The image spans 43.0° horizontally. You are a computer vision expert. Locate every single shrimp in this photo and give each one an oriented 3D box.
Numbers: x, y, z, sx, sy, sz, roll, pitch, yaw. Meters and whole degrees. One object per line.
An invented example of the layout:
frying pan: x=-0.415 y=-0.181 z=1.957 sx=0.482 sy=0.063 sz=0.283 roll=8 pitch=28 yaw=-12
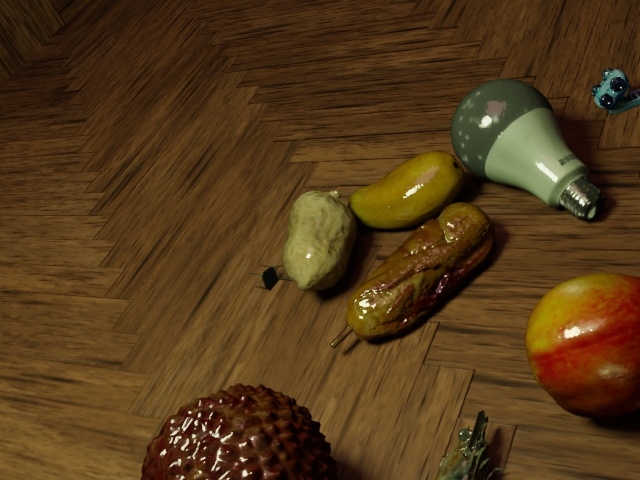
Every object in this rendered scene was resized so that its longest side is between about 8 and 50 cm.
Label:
shrimp: x=0.193 y=0.343 z=0.976 sx=0.169 sy=0.058 sz=0.296 roll=9 pitch=54 yaw=30

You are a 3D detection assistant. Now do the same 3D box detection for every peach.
peach: x=0.362 y=0.127 z=1.018 sx=0.197 sy=0.197 sz=0.197 roll=-17 pitch=38 yaw=14

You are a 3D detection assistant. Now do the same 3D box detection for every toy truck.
toy truck: x=0.547 y=-0.267 z=1.479 sx=0.056 sy=0.090 sz=0.073 roll=-101 pitch=33 yaw=-52

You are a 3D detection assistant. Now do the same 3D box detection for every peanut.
peanut: x=0.000 y=0.000 z=1.438 sx=0.129 sy=0.129 sz=0.224 roll=-11 pitch=46 yaw=20

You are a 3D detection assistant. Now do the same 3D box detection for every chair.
chair: x=-0.088 y=0.066 z=1.486 sx=0.086 sy=0.037 sz=0.042 roll=0 pitch=32 yaw=37

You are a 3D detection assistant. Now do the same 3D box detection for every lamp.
lamp: x=0.370 y=-0.160 z=1.397 sx=0.314 sy=0.182 sz=0.182 roll=34 pitch=65 yaw=27

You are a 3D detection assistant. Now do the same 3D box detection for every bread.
bread: x=0.146 y=0.058 z=1.315 sx=0.344 sy=0.084 sz=0.124 roll=-39 pitch=38 yaw=-15

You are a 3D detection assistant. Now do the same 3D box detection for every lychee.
lychee: x=-0.107 y=0.319 z=1.008 sx=0.264 sy=0.264 sz=0.300 roll=13 pitch=31 yaw=41

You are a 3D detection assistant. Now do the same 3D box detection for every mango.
mango: x=0.153 y=-0.085 z=1.473 sx=0.227 sy=0.099 sz=0.136 roll=-21 pitch=41 yaw=22
